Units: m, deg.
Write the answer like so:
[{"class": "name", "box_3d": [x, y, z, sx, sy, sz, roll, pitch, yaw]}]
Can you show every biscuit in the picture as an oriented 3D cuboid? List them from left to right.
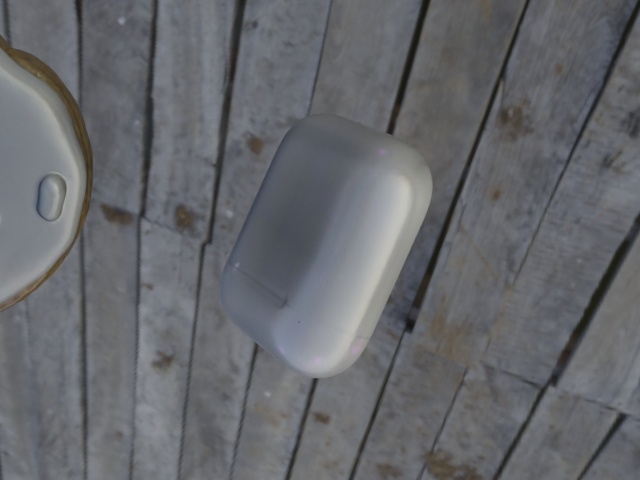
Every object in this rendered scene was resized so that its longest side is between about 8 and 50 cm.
[{"class": "biscuit", "box_3d": [-0.240, -0.036, 0.608, 0.181, 0.049, 0.208, 18, 106, -12]}]

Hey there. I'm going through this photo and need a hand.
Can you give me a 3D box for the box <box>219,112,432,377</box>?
[{"class": "box", "box_3d": [0.001, 0.000, 1.351, 0.141, 0.349, 0.288, 21, -174, -40]}]
